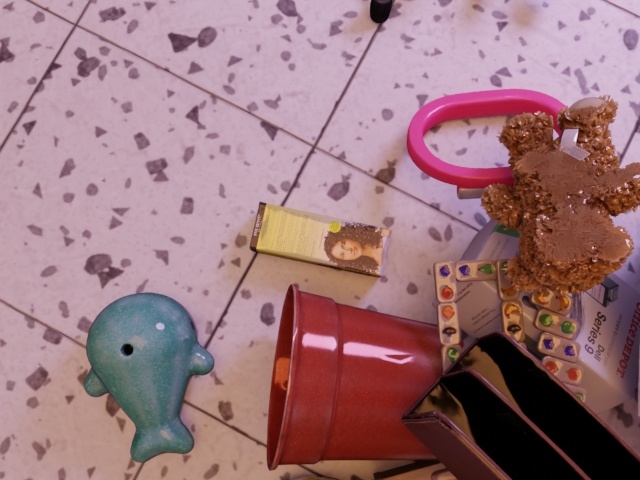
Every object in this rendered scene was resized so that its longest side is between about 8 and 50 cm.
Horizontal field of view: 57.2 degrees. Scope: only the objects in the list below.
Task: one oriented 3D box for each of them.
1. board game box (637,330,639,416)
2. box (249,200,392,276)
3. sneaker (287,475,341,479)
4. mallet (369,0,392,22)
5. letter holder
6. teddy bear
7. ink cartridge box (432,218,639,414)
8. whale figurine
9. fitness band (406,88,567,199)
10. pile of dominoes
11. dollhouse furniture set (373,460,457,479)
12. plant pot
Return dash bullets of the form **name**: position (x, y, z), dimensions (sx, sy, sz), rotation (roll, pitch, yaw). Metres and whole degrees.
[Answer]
- **board game box**: position (0.539, 0.096, 0.882), dimensions (0.066, 0.318, 0.318), rotation (0, 82, 37)
- **box**: position (0.000, 0.000, 1.010), dimensions (0.232, 0.058, 0.087), rotation (11, 83, 2)
- **sneaker**: position (0.027, 0.455, 0.812), dimensions (0.147, 0.384, 0.145), rotation (16, 94, -36)
- **mallet**: position (0.106, -0.497, 1.068), dimensions (0.039, 0.062, 0.190), rotation (-2, 83, -1)
- **letter holder**: position (0.261, 0.255, 0.642), dimensions (0.152, 0.214, 0.302), rotation (-42, 79, -12)
- **teddy bear**: position (0.341, -0.068, 0.813), dimensions (0.245, 0.113, 0.338), rotation (-21, 46, 12)
- **ink cartridge box**: position (0.356, 0.103, 0.924), dimensions (0.289, 0.121, 0.211), rotation (39, 51, 4)
- **whale figurine**: position (-0.280, 0.219, 0.940), dimensions (0.216, 0.141, 0.272), rotation (-10, 84, -2)
- **fitness band**: position (0.292, -0.170, 0.992), dimensions (0.291, 0.054, 0.209), rotation (-5, 57, 0)
- **pile of dominoes**: position (0.263, 0.146, 0.793), dimensions (0.196, 0.040, 0.251), rotation (-4, 83, -1)
- **dollhouse furniture set**: position (0.216, 0.472, 0.838), dimensions (0.198, 0.286, 0.303), rotation (-16, 73, -1)
- **plant pot**: position (0.067, 0.219, 0.895), dimensions (0.265, 0.272, 0.272), rotation (8, 83, -8)
